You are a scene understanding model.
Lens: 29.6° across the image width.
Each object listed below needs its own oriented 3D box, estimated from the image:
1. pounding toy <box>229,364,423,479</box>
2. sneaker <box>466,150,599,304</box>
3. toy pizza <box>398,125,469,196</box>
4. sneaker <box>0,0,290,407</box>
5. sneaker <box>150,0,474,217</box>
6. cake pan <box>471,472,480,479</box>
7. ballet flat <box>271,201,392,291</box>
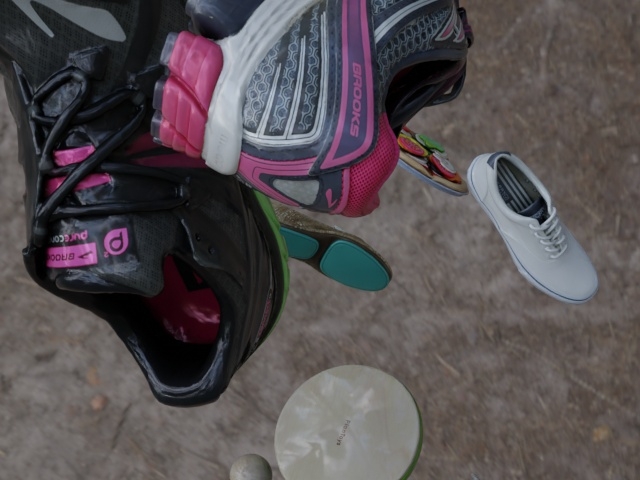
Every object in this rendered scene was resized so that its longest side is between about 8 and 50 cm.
[{"bbox_3d":[0.026,0.274,1.486,0.237,0.110,0.183,-41,55,-8],"label":"pounding toy"},{"bbox_3d":[0.300,-0.015,1.692,0.094,0.091,0.258,-42,93,-11],"label":"sneaker"},{"bbox_3d":[0.141,-0.134,1.780,0.201,0.201,0.032,45,109,31],"label":"toy pizza"},{"bbox_3d":[-0.156,-0.062,0.961,0.185,0.483,0.202,-14,33,22],"label":"sneaker"},{"bbox_3d":[0.036,-0.123,0.615,0.112,0.121,0.299,29,56,9],"label":"sneaker"},{"bbox_3d":[0.244,0.399,1.379,0.054,0.293,0.293,-37,59,-1],"label":"cake pan"},{"bbox_3d":[0.000,0.000,1.509,0.073,0.206,0.067,-50,28,30],"label":"ballet flat"}]
